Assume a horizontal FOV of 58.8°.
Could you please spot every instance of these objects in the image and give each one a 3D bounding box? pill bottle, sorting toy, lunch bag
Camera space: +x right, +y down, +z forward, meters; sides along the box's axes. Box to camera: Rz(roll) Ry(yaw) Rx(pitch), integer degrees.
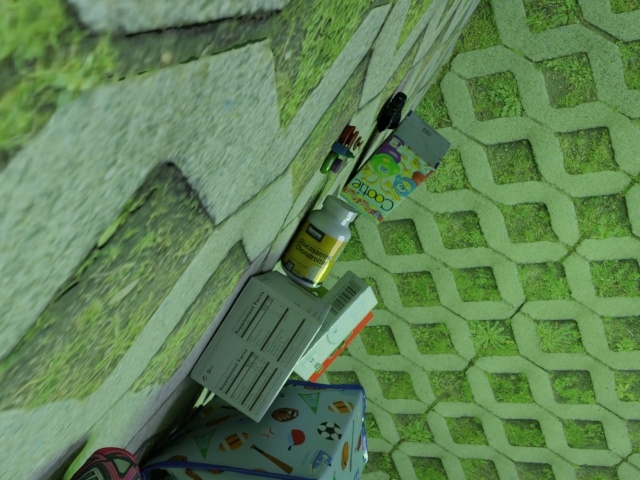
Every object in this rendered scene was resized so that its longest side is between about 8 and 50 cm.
[{"bbox_3d":[0.000,0.000,1.196,0.184,0.103,0.103,-59,176,15],"label":"pill bottle"},{"bbox_3d":[0.042,-0.152,0.990,0.102,0.042,0.061,-58,176,4],"label":"sorting toy"},{"bbox_3d":[-0.129,0.436,1.118,0.328,0.386,0.238,-39,128,-68],"label":"lunch bag"}]

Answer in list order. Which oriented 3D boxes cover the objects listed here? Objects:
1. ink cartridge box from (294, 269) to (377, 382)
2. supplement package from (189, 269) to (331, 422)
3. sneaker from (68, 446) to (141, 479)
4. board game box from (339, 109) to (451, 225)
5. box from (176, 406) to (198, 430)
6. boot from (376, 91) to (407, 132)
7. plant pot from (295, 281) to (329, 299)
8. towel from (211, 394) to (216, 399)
[{"bbox_3d":[0.051,0.291,1.689,0.308,0.091,0.385,-47,149,-10],"label":"ink cartridge box"},{"bbox_3d":[-0.099,0.181,1.070,0.204,0.145,0.262,-58,177,2],"label":"supplement package"},{"bbox_3d":[-0.266,0.350,0.615,0.299,0.121,0.112,-51,-151,23],"label":"sneaker"},{"bbox_3d":[0.198,-0.192,1.546,0.275,0.144,0.142,-47,-175,48],"label":"board game box"},{"bbox_3d":[-0.321,0.455,1.307,0.136,0.028,0.081,-62,175,27],"label":"box"},{"bbox_3d":[0.167,-0.298,1.391,0.099,0.045,0.121,-55,172,-36],"label":"boot"},{"bbox_3d":[-0.055,0.276,1.855,0.227,0.228,0.207,-59,169,16],"label":"plant pot"},{"bbox_3d":[-0.157,0.310,1.505,0.243,0.040,0.336,-30,-161,43],"label":"towel"}]
